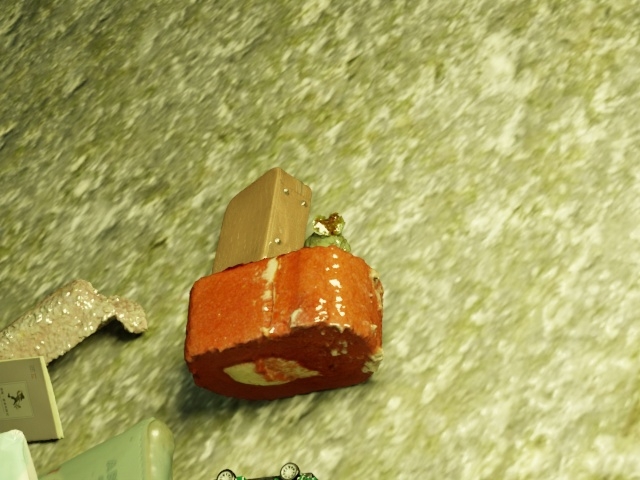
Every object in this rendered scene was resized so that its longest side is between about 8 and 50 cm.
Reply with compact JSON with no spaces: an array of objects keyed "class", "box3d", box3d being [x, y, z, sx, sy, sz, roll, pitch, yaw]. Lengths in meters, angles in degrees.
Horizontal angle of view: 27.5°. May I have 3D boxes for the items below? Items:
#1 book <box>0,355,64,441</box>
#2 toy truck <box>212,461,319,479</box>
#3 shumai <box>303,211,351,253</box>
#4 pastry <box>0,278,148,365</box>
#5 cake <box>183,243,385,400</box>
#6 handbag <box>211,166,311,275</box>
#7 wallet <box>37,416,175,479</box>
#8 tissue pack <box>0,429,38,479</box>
[{"class":"book","box3d":[-0.467,0.237,1.917,0.182,0.127,0.014,-8,8,23]},{"class":"toy truck","box3d":[-0.065,0.329,1.638,0.147,0.065,0.079,-8,53,22]},{"class":"shumai","box3d":[0.000,0.000,1.877,0.082,0.080,0.083,-5,51,28]},{"class":"pastry","box3d":[-0.396,0.135,1.961,0.265,0.112,0.103,-25,10,1]},{"class":"cake","box3d":[-0.042,0.119,1.732,0.283,0.177,0.151,-18,46,22]},{"class":"handbag","box3d":[-0.089,0.001,1.898,0.151,0.072,0.193,-32,39,38]},{"class":"wallet","box3d":[-0.333,0.400,1.691,0.360,0.083,0.252,-30,45,20]},{"class":"tissue pack","box3d":[-0.428,0.420,1.487,0.266,0.194,0.356,-13,51,-13]}]
